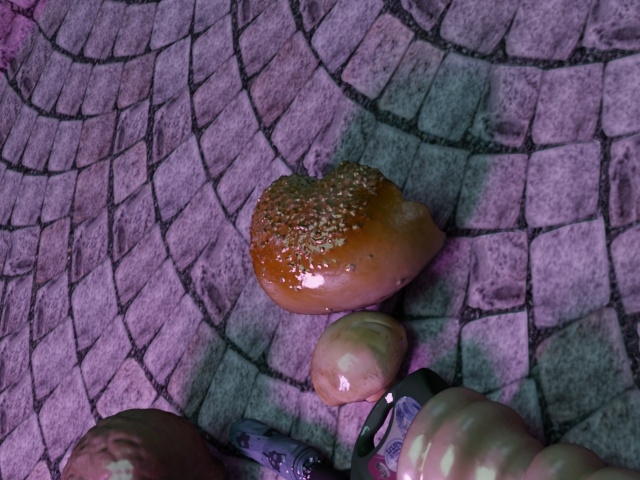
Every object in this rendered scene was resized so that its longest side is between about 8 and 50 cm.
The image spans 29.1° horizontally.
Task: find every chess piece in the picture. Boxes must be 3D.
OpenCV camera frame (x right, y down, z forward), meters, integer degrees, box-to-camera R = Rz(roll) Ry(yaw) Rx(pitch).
[{"bbox_3d":[0.243,0.275,1.329,0.299,0.167,0.167,15,84,43],"label":"chess piece"}]

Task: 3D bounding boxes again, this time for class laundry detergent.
[{"bbox_3d":[0.095,0.267,1.547,0.211,0.063,0.137,-51,53,22],"label":"laundry detergent"}]

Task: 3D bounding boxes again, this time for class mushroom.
[{"bbox_3d":[0.051,0.156,1.608,0.148,0.112,0.148,-28,25,14],"label":"mushroom"}]

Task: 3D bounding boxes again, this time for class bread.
[{"bbox_3d":[-0.005,0.002,1.665,0.192,0.171,0.314,-46,31,-19],"label":"bread"}]

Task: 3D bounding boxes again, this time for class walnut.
[{"bbox_3d":[-0.249,0.362,1.761,0.248,0.248,0.248,-23,57,40],"label":"walnut"}]

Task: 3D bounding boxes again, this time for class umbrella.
[{"bbox_3d":[-0.043,0.299,1.698,0.053,0.052,0.250,-42,32,-24],"label":"umbrella"}]
